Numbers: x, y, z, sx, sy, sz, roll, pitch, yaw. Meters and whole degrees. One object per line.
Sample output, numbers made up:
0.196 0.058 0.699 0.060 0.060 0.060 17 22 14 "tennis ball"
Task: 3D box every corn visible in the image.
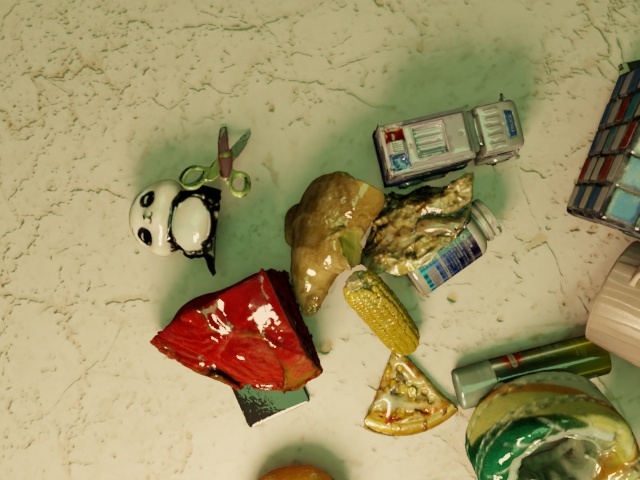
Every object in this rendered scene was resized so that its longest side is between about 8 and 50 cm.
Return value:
0.115 0.132 1.252 0.080 0.080 0.238 -42 131 0 "corn"

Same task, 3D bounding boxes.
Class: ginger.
0.000 0.000 1.259 0.123 0.218 0.270 31 86 -38 "ginger"

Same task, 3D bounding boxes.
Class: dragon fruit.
-0.155 0.169 1.280 0.330 0.240 0.302 -14 116 24 "dragon fruit"

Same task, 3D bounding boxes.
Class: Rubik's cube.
0.628 -0.125 1.169 0.291 0.287 0.293 23 99 6 "Rubik's cube"

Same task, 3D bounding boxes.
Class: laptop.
-0.118 0.252 1.343 0.135 0.016 0.197 -23 87 1 "laptop"

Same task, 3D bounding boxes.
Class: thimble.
0.408 0.366 1.214 0.288 0.167 0.254 -8 115 0 "thimble"

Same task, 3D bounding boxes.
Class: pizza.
0.174 0.289 1.322 0.184 0.036 0.176 0 89 1 "pizza"

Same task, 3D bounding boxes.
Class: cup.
0.601 0.139 1.131 0.273 0.288 0.208 29 102 32 "cup"

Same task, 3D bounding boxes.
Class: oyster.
0.164 -0.033 1.242 0.083 0.214 0.223 47 60 -32 "oyster"

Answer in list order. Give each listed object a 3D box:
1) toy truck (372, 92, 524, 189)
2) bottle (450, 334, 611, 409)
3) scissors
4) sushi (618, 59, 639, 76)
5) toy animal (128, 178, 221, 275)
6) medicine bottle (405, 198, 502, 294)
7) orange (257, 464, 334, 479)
0.240 -0.184 1.270 0.267 0.155 0.125 -14 88 0 "toy truck"
0.393 0.247 1.295 0.286 0.082 0.082 -15 89 1 "bottle"
-0.181 -0.152 1.293 0.133 0.020 0.187 10 47 3 "scissors"
0.687 -0.262 1.317 0.192 0.040 0.210 -13 89 1 "sushi"
-0.271 -0.029 1.288 0.179 0.138 0.166 11 91 3 "toy animal"
0.240 0.009 1.290 0.191 0.107 0.107 -35 88 0 "medicine bottle"
-0.047 0.523 1.253 0.219 0.193 0.220 1 86 -16 "orange"
